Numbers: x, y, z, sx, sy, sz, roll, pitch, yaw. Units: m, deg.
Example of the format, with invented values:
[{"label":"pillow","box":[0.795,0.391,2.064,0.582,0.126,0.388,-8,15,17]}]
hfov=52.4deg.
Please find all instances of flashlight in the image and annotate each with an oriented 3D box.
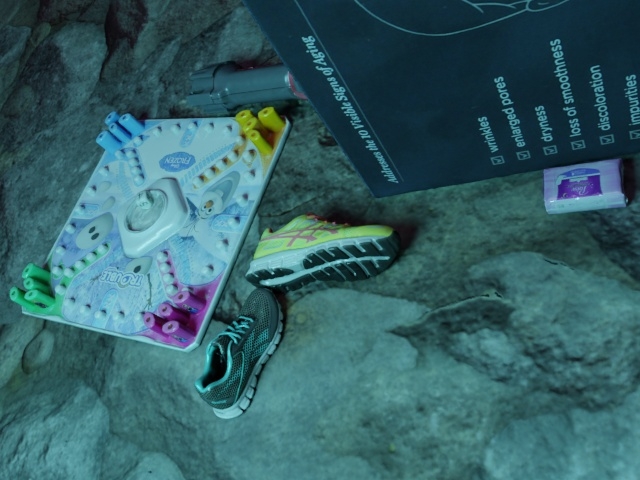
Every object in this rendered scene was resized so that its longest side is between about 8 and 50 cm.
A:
[{"label":"flashlight","box":[-0.063,-0.252,1.003,0.304,0.103,0.103,3,79,37]}]

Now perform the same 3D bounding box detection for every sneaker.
[{"label":"sneaker","box":[-0.099,0.128,0.788,0.065,0.076,0.166,4,63,31]},{"label":"sneaker","box":[0.000,0.000,0.810,0.208,0.081,0.094,-10,54,25]}]

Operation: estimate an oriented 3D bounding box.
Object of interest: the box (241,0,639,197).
[{"label":"box","box":[0.189,-0.316,0.640,0.472,0.480,0.297,-10,55,24]}]

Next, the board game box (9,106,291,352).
[{"label":"board game box","box":[-0.275,-0.045,1.019,0.390,0.050,0.390,6,64,32]}]

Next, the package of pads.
[{"label":"package of pads","box":[0.288,-0.058,0.710,0.083,0.032,0.050,-6,57,27]}]
